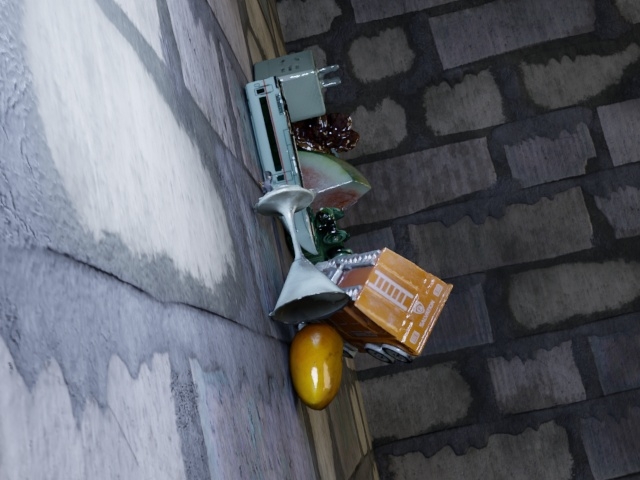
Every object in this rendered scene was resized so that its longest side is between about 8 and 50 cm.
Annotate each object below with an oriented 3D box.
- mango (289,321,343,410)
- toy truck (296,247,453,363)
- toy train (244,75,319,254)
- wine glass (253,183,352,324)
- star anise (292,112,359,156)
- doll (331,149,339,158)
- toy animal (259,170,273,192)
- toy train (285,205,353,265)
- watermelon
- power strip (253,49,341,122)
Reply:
[{"bbox_3d":[-0.012,0.241,1.537,0.217,0.102,0.141,-89,-170,-63],"label":"mango"},{"bbox_3d":[0.080,0.127,1.663,0.173,0.207,0.387,-61,-162,-18],"label":"toy truck"},{"bbox_3d":[-0.087,-0.158,1.825,0.086,0.088,0.407,-15,92,-85],"label":"toy train"},{"bbox_3d":[-0.041,0.023,1.489,0.156,0.156,0.232,68,6,-68],"label":"wine glass"},{"bbox_3d":[0.000,-0.282,2.290,0.190,0.220,0.126,36,40,-60],"label":"star anise"},{"bbox_3d":[-0.021,-0.191,2.489,0.141,0.177,0.314,33,-34,29],"label":"doll"},{"bbox_3d":[-0.116,-0.123,1.732,0.050,0.028,0.084,73,8,-61],"label":"toy animal"},{"bbox_3d":[0.000,0.000,2.094,0.269,0.154,0.115,70,7,-66],"label":"toy train"},{"bbox_3d":[-0.022,-0.141,2.161,0.310,0.232,0.193,30,-18,26],"label":"watermelon"},{"bbox_3d":[-0.054,-0.409,2.147,0.140,0.224,0.139,-97,174,-53],"label":"power strip"}]
